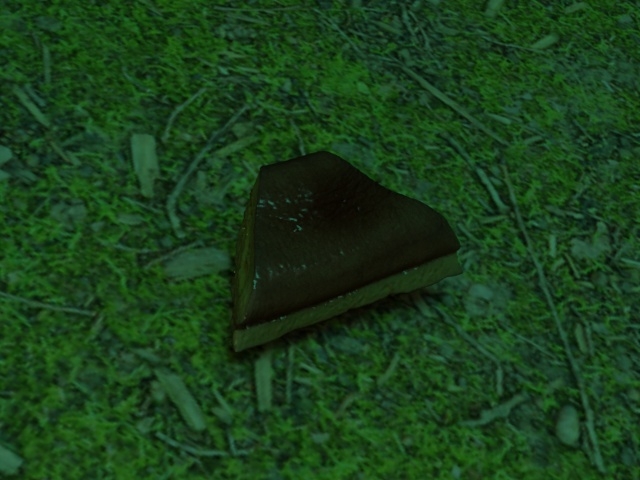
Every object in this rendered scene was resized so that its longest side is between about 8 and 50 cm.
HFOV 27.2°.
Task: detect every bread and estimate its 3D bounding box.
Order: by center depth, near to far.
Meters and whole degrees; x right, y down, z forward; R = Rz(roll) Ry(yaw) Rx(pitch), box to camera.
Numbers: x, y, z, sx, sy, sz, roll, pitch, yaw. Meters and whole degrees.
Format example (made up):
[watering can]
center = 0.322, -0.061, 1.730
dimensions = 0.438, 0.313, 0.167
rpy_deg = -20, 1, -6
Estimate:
[bread]
center = 0.000, 0.001, 0.922
dimensions = 0.192, 0.067, 0.119
rpy_deg = -14, 62, -32
